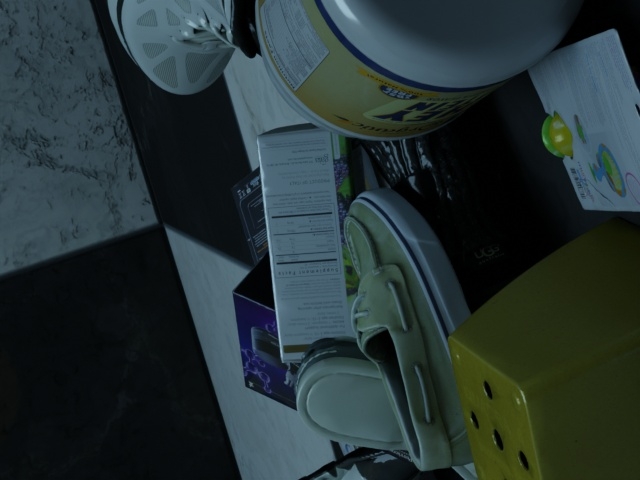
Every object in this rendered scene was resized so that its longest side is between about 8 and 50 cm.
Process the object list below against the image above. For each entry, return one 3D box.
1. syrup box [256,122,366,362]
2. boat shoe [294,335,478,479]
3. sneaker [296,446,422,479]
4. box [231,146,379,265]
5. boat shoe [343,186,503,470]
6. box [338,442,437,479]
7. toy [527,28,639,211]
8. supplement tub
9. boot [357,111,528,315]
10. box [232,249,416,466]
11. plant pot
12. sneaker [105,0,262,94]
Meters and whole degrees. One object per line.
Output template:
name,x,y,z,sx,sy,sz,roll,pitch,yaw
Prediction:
syrup box,0.000,0.000,1.581,0.093,0.096,0.237,-39,-57,-76
boat shoe,0.128,0.163,1.501,0.099,0.319,0.116,-103,31,-67
sneaker,0.083,0.337,2.036,0.330,0.122,0.146,-37,81,47
box,-0.011,-0.032,1.960,0.231,0.056,0.183,-36,68,50
boat shoe,0.078,0.073,1.403,0.109,0.094,0.302,96,154,-49
box,0.094,0.318,2.212,0.232,0.058,0.322,103,146,-63
toy,0.231,-0.094,1.196,0.237,0.056,0.137,180,68,-80
supplement tub,0.071,-0.209,1.293,0.316,0.228,0.228,149,102,-76
boot,0.116,0.010,1.596,0.260,0.131,0.348,64,159,16
box,0.032,0.141,1.887,0.261,0.103,0.184,22,143,25
plant pot,0.224,0.130,1.241,0.212,0.187,0.212,-143,36,-66
sneaker,-0.117,-0.245,1.689,0.447,0.169,0.257,105,145,-58
